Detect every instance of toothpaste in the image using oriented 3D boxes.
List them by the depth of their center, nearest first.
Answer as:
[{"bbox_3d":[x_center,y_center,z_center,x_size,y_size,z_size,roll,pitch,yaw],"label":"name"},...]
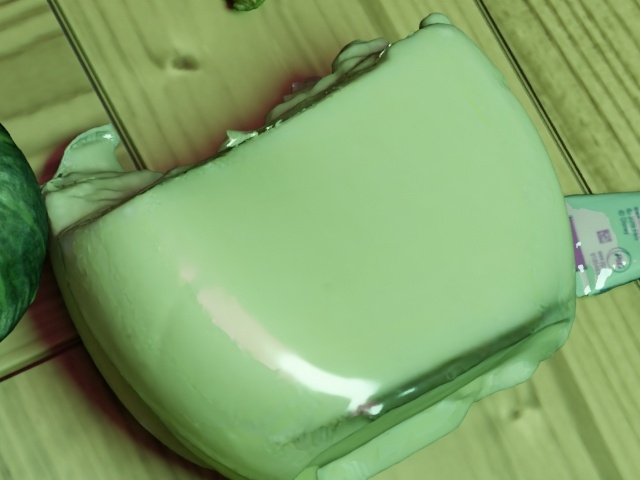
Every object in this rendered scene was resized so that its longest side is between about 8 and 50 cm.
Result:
[{"bbox_3d":[0.234,-0.013,0.996,0.216,0.037,0.062,-11,76,-22],"label":"toothpaste"}]

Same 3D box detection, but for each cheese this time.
[{"bbox_3d":[0.000,0.000,0.843,0.266,0.127,0.233,-27,80,-31],"label":"cheese"}]

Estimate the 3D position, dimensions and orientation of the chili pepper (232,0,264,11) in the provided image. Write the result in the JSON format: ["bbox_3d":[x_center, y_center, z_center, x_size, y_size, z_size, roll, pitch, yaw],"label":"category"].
[{"bbox_3d":[-0.004,-0.216,0.968,0.052,0.050,0.201,24,58,29],"label":"chili pepper"}]

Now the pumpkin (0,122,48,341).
[{"bbox_3d":[-0.210,-0.009,0.756,0.167,0.125,0.167,19,61,-37],"label":"pumpkin"}]
